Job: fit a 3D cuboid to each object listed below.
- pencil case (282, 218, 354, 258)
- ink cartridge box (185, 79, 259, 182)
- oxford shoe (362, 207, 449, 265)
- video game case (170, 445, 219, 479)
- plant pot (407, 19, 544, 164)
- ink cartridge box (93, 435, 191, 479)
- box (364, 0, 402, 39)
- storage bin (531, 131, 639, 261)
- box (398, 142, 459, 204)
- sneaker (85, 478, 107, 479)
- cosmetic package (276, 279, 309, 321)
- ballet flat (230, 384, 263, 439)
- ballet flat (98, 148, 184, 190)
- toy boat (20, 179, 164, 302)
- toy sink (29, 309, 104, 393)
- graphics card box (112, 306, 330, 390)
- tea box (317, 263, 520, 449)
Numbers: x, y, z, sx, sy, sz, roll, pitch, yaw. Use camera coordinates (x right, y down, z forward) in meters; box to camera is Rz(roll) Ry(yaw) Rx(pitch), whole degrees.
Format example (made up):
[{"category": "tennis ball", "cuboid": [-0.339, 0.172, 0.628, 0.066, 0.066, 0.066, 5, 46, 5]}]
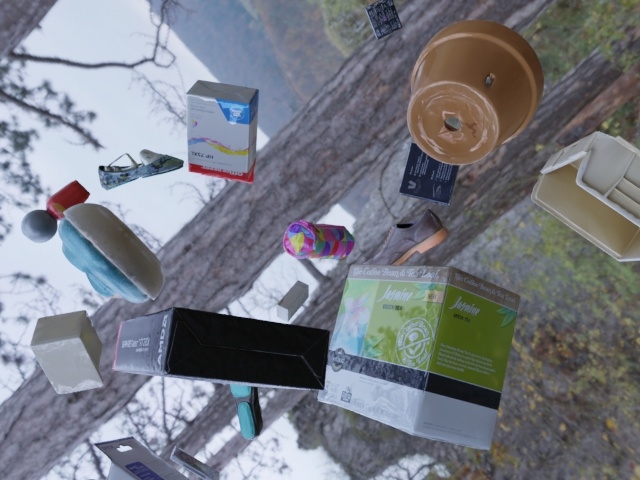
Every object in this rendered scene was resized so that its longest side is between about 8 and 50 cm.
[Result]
[{"category": "pencil case", "cuboid": [0.000, 0.000, 1.622, 0.104, 0.104, 0.236, 45, -162, 22]}, {"category": "ink cartridge box", "cuboid": [-0.207, -0.210, 1.308, 0.134, 0.231, 0.078, 10, -142, 4]}, {"category": "oxford shoe", "cuboid": [0.276, 0.013, 2.220, 0.132, 0.364, 0.130, 56, -159, -3]}, {"category": "video game case", "cuboid": [-0.282, 0.510, 1.402, 0.122, 0.011, 0.087, 33, 170, -4]}, {"category": "plant pot", "cuboid": [0.314, -0.301, 1.344, 0.291, 0.291, 0.203, 42, -131, -6]}, {"category": "ink cartridge box", "cuboid": [-0.259, 0.473, 1.104, 0.333, 0.065, 0.165, 31, 174, 14]}, {"category": "box", "cuboid": [0.151, -0.532, 1.479, 0.083, 0.067, 0.018, 57, -170, -42]}, {"category": "storage bin", "cuboid": [0.590, -0.083, 1.250, 0.260, 0.123, 0.262, 35, 179, 3]}, {"category": "box", "cuboid": [0.332, -0.198, 1.868, 0.158, 0.156, 0.093, 15, -178, 12]}, {"category": "sneaker", "cuboid": [-0.527, 0.692, 1.399, 0.122, 0.146, 0.330, 78, 176, -46]}, {"category": "cosmetic package", "cuboid": [-0.081, 0.177, 1.810, 0.041, 0.115, 0.060, 24, 136, 22]}, {"category": "ballet flat", "cuboid": [-0.251, 0.538, 2.127, 0.096, 0.095, 0.280, 1, -99, -68]}, {"category": "ballet flat", "cuboid": [-0.382, -0.157, 1.296, 0.070, 0.188, 0.070, -16, -90, -84]}, {"category": "toy boat", "cuboid": [-0.441, 0.012, 1.186, 0.318, 0.148, 0.267, 37, 165, 27]}, {"category": "toy sink", "cuboid": [-0.781, 0.348, 1.945, 0.131, 0.153, 0.234, -103, 4, -52]}, {"category": "graphics card box", "cuboid": [-0.173, 0.174, 0.964, 0.233, 0.094, 0.371, 13, 166, -25]}, {"category": "tea box", "cuboid": [0.200, 0.230, 1.312, 0.220, 0.323, 0.329, 22, 166, -31]}]
